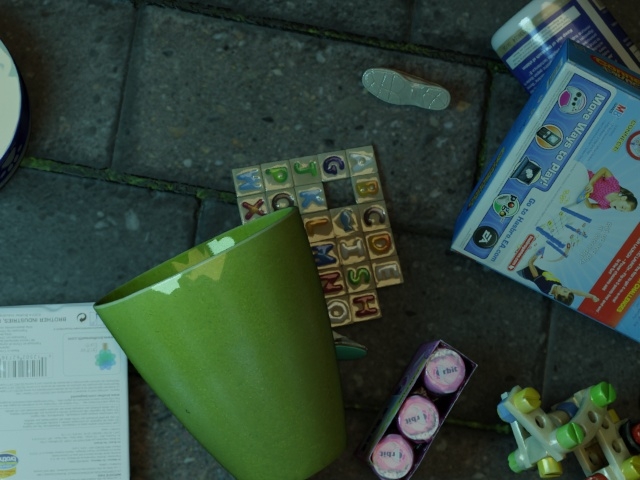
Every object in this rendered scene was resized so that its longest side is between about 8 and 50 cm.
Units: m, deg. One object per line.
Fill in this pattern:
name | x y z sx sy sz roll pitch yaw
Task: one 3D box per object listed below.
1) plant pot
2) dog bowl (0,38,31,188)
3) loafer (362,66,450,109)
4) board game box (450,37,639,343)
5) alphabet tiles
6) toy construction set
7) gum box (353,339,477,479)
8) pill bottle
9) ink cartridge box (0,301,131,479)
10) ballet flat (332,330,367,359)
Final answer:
plant pot | -0.088 0.148 1.488 0.274 0.275 0.294 -27 96 -11
dog bowl | -0.506 -0.166 1.549 0.264 0.104 0.265 1 82 -8
loafer | 0.118 -0.210 1.682 0.125 0.039 0.045 16 113 -3
board game box | 0.374 -0.056 1.578 0.302 0.086 0.308 27 121 -4
alphabet tiles | 0.000 0.000 1.636 0.198 0.009 0.237 -11 79 -10
toy construction set | 0.351 0.325 1.565 0.215 0.151 0.328 -12 84 -42
gum box | 0.119 0.226 1.581 0.062 0.107 0.188 33 79 -3
pill bottle | 0.366 -0.215 1.654 0.153 0.153 0.265 -37 88 -11
ink cartridge box | -0.334 0.236 1.539 0.185 0.065 0.311 -1 80 -9
ballet flat | 0.005 0.138 1.614 0.114 0.041 0.041 -4 83 -10
